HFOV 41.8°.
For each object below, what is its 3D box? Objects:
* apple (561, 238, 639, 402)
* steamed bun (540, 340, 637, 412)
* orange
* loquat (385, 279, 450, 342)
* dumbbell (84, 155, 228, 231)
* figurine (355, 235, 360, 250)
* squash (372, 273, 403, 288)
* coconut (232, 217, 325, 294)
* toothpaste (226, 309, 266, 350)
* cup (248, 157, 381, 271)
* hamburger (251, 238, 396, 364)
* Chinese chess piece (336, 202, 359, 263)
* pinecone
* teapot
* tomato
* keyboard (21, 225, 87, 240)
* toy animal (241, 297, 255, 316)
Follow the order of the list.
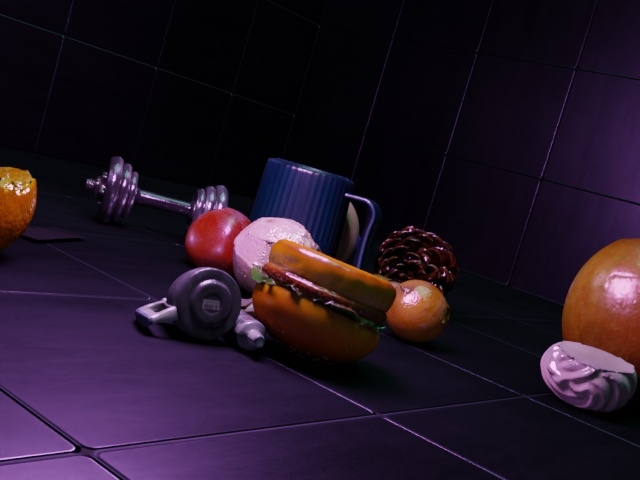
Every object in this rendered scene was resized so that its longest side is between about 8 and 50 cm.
[{"bbox_3d":[0.722,0.176,1.804,0.384,0.374,0.374,13,5,14],"label":"apple"},{"bbox_3d":[0.516,0.271,1.630,0.183,0.106,0.183,12,13,-3],"label":"steamed bun"},{"bbox_3d":[-0.585,-0.056,1.387,0.179,0.158,0.237,8,0,11],"label":"orange"},{"bbox_3d":[0.205,0.151,1.773,0.141,0.141,0.141,16,6,-2],"label":"loquat"},{"bbox_3d":[-0.416,-0.098,2.212,0.406,0.179,0.179,14,6,-18],"label":"dumbbell"},{"bbox_3d":[0.006,0.003,2.828,0.262,0.121,0.164,5,22,3],"label":"figurine"},{"bbox_3d":[0.147,0.132,2.049,0.095,0.095,0.188,15,1,-13],"label":"squash"},{"bbox_3d":[-0.098,0.041,1.763,0.194,0.194,0.194,16,6,-2],"label":"coconut"},{"bbox_3d":[-0.146,0.132,1.388,0.069,0.047,0.268,-7,12,-22],"label":"toothpaste"},{"bbox_3d":[-0.041,-0.033,2.059,0.242,0.292,0.308,12,6,-41],"label":"cup"},{"bbox_3d":[-0.004,0.109,1.373,0.246,0.170,0.246,22,-5,2],"label":"hamburger"},{"bbox_3d":[-0.023,-0.031,2.263,0.257,0.257,0.104,17,17,8],"label":"Chinese chess piece"},{"bbox_3d":[0.250,0.077,2.224,0.224,0.224,0.272,18,10,13],"label":"pinecone"},{"bbox_3d":[-0.205,0.109,1.308,0.108,0.149,0.111,-2,-51,56],"label":"teapot"},{"bbox_3d":[-0.222,0.002,1.937,0.167,0.167,0.167,16,6,-2],"label":"tomato"},{"bbox_3d":[-0.569,-0.012,1.757,0.074,0.015,0.196,21,7,12],"label":"keyboard"},{"bbox_3d":[-0.111,0.098,1.587,0.219,0.095,0.155,18,1,23],"label":"toy animal"}]
